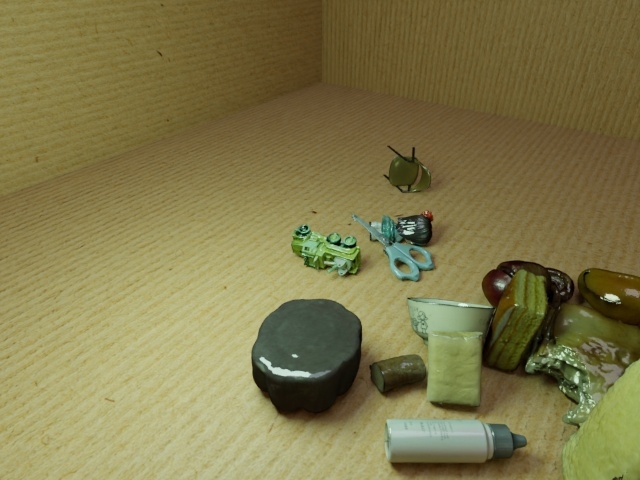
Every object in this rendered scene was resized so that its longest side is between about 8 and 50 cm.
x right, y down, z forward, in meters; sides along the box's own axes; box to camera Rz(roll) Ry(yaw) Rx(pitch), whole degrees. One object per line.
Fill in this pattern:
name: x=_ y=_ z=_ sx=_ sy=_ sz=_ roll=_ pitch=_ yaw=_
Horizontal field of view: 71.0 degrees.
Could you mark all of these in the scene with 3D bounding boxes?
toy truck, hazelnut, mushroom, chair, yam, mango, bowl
toy truck: x=0.007 y=0.045 z=1.583 sx=0.259 sy=0.128 sz=0.135 roll=20 pitch=52 yaw=27
hazelnut: x=0.611 y=0.146 z=1.395 sx=0.203 sy=0.178 sz=0.178 roll=-31 pitch=41 yaw=-9
mushroom: x=0.747 y=0.158 z=1.448 sx=0.135 sy=0.080 sz=0.171 roll=-1 pitch=32 yaw=21
chair: x=0.406 y=-0.329 z=2.113 sx=0.172 sy=0.159 sz=0.247 roll=1 pitch=32 yaw=-3
yam: x=0.201 y=0.344 z=1.168 sx=0.127 sy=0.084 sz=0.084 roll=-6 pitch=34 yaw=-17
mango: x=0.913 y=0.167 z=1.384 sx=0.166 sy=0.136 sz=0.236 roll=-18 pitch=32 yaw=-20
bowl: x=0.356 y=0.231 z=1.247 sx=0.237 sy=0.127 sz=0.238 roll=5 pitch=-5 yaw=0

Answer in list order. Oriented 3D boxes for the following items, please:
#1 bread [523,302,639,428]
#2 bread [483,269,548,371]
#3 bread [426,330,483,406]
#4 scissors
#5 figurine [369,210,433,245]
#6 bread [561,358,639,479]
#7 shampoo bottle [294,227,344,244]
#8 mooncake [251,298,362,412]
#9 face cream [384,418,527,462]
bread: x=0.679 y=0.314 z=1.112 sx=0.313 sy=0.192 sz=0.370 roll=19 pitch=39 yaw=25
bread: x=0.521 y=0.216 z=1.213 sx=0.110 sy=0.234 sz=0.184 roll=19 pitch=36 yaw=18
bread: x=0.336 y=0.318 z=1.118 sx=0.139 sy=0.179 sz=0.060 roll=0 pitch=1 yaw=5
scissors: x=0.242 y=0.011 z=1.635 sx=0.360 sy=0.030 sz=0.191 roll=40 pitch=50 yaw=25
figurine: x=0.310 y=-0.049 z=1.720 sx=0.245 sy=0.138 sz=0.110 roll=0 pitch=-11 yaw=8
bread: x=0.581 y=0.406 z=0.806 sx=0.164 sy=0.376 sz=0.237 roll=13 pitch=38 yaw=5
shampoo bottle: x=0.000 y=0.000 z=1.706 sx=0.212 sy=0.049 sz=0.072 roll=17 pitch=5 yaw=22
mooncake: x=-0.034 y=0.294 z=1.172 sx=0.305 sy=0.154 sz=0.306 roll=1 pitch=33 yaw=-1
face cream: x=0.302 y=0.445 z=0.998 sx=0.310 sy=0.092 sz=0.092 roll=-1 pitch=33 yaw=1
